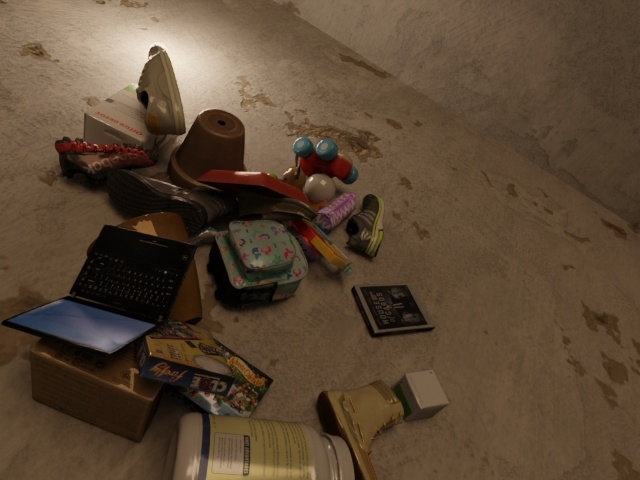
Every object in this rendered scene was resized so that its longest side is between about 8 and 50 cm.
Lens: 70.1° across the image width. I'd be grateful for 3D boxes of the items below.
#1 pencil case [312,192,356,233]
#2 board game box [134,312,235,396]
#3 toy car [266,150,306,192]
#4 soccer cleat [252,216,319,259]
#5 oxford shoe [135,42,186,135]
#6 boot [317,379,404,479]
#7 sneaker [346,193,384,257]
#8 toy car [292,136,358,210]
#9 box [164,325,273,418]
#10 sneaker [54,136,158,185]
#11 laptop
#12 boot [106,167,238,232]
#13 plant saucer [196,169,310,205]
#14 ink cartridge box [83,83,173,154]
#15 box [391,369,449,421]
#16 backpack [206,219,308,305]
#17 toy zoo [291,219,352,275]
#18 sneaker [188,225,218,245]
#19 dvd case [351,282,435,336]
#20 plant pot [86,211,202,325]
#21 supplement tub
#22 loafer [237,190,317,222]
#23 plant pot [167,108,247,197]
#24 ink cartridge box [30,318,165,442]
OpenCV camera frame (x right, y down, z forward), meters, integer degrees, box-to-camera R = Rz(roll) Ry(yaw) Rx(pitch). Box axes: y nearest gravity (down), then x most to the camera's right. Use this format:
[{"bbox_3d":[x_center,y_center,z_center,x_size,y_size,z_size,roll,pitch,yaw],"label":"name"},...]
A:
[{"bbox_3d":[0.053,-0.102,1.633,0.086,0.088,0.206,36,41,10],"label":"pencil case"},{"bbox_3d":[-0.281,0.217,0.907,0.165,0.042,0.243,25,0,-27],"label":"board game box"},{"bbox_3d":[-0.111,-0.208,1.569,0.149,0.188,0.155,11,44,-20],"label":"toy car"},{"bbox_3d":[-0.109,-0.017,1.477,0.248,0.095,0.083,45,5,-2],"label":"soccer cleat"},{"bbox_3d":[-0.535,-0.502,1.486,0.130,0.169,0.449,-12,54,-16],"label":"oxford shoe"},{"bbox_3d":[0.126,0.470,1.100,0.204,0.095,0.262,-1,45,-32],"label":"boot"},{"bbox_3d":[0.160,-0.073,1.654,0.121,0.111,0.299,17,40,-8],"label":"sneaker"},{"bbox_3d":[-0.009,-0.220,1.674,0.210,0.219,0.237,14,75,33],"label":"toy car"},{"bbox_3d":[-0.248,0.327,1.065,0.233,0.044,0.159,33,41,5],"label":"box"},{"bbox_3d":[-0.625,-0.225,1.345,0.276,0.098,0.135,0,93,-23],"label":"sneaker"},{"bbox_3d":[-0.411,0.079,0.880,0.234,0.136,0.264,12,68,13],"label":"laptop"},{"bbox_3d":[-0.434,-0.126,1.352,0.338,0.118,0.223,26,21,9],"label":"boot"},{"bbox_3d":[-0.197,-0.164,1.399,0.259,0.047,0.259,8,-5,30],"label":"plant saucer"},{"bbox_3d":[-0.618,-0.389,1.521,0.198,0.114,0.272,26,40,-4],"label":"ink cartridge box"},{"bbox_3d":[0.268,0.418,1.232,0.102,0.087,0.101,1,48,-29],"label":"box"},{"bbox_3d":[-0.164,0.057,1.288,0.254,0.191,0.225,1,47,-36],"label":"backpack"},{"bbox_3d":[0.000,0.000,1.464,0.293,0.030,0.192,46,7,19],"label":"toy zoo"},{"bbox_3d":[-0.382,0.006,1.306,0.191,0.071,0.082,-3,61,-25],"label":"sneaker"},{"bbox_3d":[0.233,0.216,1.459,0.239,0.029,0.179,1,48,-29],"label":"dvd case"},{"bbox_3d":[-0.391,0.100,1.099,0.237,0.237,0.254,-19,73,-41],"label":"plant pot"},{"bbox_3d":[-0.123,0.459,0.858,0.325,0.235,0.235,13,44,-17],"label":"supplement tub"},{"bbox_3d":[-0.133,-0.083,1.365,0.251,0.094,0.087,11,83,11],"label":"loafer"},{"bbox_3d":[-0.349,-0.293,1.493,0.263,0.229,0.263,15,44,-16],"label":"plant pot"},{"bbox_3d":[-0.431,0.279,0.897,0.235,0.193,0.088,25,40,-6],"label":"ink cartridge box"}]
